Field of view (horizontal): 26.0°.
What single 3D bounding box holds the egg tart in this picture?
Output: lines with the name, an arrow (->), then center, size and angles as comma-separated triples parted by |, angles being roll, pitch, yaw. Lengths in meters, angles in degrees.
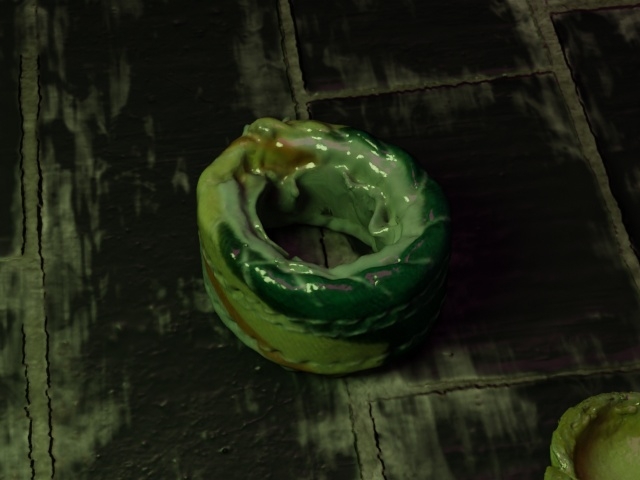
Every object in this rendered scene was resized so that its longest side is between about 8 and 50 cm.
egg tart -> 0.308, 0.237, 1.345 | 0.197, 0.078, 0.197 | 2, 50, -2

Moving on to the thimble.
thimble -> 0.000, 0.000, 1.478 | 0.254, 0.167, 0.288 | -30, 58, -24
